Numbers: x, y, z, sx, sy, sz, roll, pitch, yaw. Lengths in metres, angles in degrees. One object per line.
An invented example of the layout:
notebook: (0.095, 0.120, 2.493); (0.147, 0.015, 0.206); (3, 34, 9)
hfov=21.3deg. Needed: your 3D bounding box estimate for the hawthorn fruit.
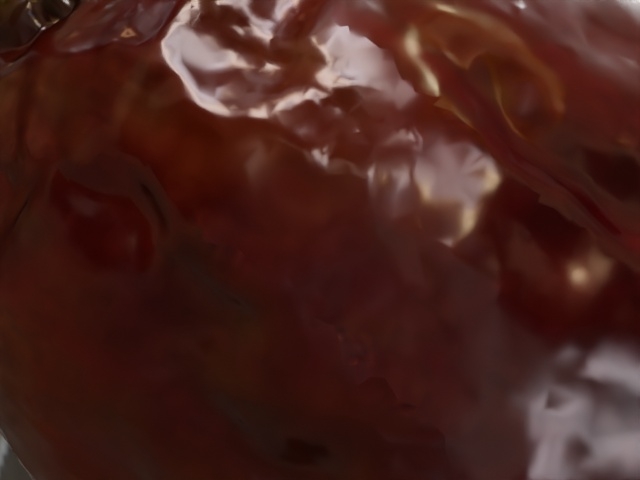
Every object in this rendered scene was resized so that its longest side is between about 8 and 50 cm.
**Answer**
hawthorn fruit: (0.000, 0.000, 0.395); (0.189, 0.251, 0.189); (-55, -165, 23)
